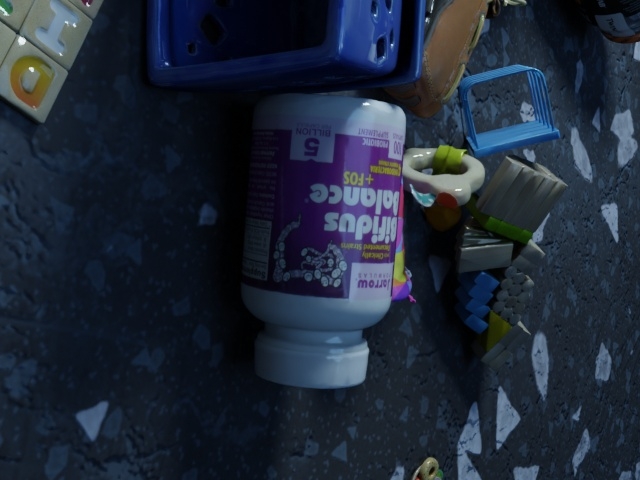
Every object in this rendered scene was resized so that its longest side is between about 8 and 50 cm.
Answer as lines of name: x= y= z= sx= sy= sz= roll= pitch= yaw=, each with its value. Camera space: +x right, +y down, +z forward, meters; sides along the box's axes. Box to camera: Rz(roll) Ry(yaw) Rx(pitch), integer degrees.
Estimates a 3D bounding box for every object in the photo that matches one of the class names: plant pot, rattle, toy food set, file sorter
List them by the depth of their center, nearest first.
plant pot: x=-0.019 y=-0.263 z=0.841 sx=0.212 sy=0.235 sz=0.236 roll=1 pitch=90 yaw=-57
rattle: x=0.153 y=-0.041 z=1.115 sx=0.200 sy=0.130 sz=0.143 roll=-91 pitch=-161 yaw=-60
file sorter: x=0.267 y=-0.194 z=1.214 sx=0.170 sy=0.118 sz=0.105 roll=-67 pitch=142 yaw=-75
toy food set: x=0.158 y=0.370 z=1.231 sx=0.083 sy=0.020 sz=0.083 roll=-54 pitch=130 yaw=-35

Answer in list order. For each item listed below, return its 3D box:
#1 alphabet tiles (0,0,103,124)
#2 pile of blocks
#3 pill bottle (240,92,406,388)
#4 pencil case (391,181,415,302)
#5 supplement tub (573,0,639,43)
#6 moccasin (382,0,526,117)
alphabet tiles: x=-0.293 y=-0.266 z=0.673 sx=0.285 sy=0.011 sz=0.343 roll=39 pitch=63 yaw=-44
pile of blocks: x=0.253 y=0.024 z=1.263 sx=0.148 sy=0.113 sz=0.362 roll=-4 pitch=120 yaw=-15
pill bottle: x=0.000 y=0.000 z=0.907 sx=0.169 sy=0.169 sz=0.302 roll=-1 pitch=96 yaw=-50
pencil case: x=0.061 y=-0.033 z=1.040 sx=0.104 sy=0.104 sz=0.237 roll=-17 pitch=105 yaw=-49
supplement tub: x=0.535 y=-0.519 z=1.514 sx=0.316 sy=0.193 sz=0.194 roll=42 pitch=60 yaw=-42
moccasin: x=0.197 y=-0.347 z=1.158 sx=0.147 sy=0.139 sz=0.380 roll=40 pitch=62 yaw=-44
